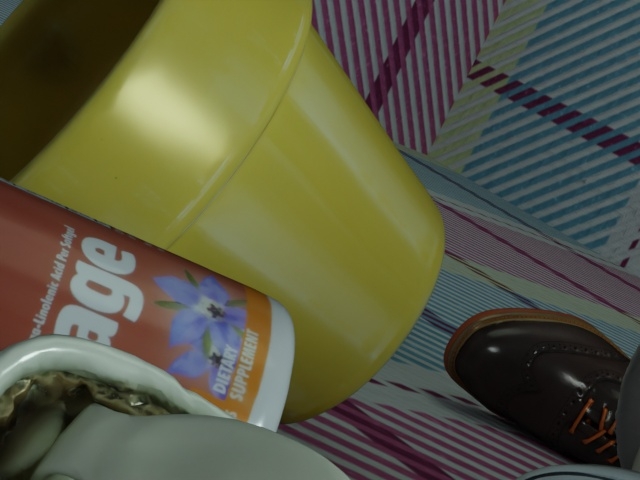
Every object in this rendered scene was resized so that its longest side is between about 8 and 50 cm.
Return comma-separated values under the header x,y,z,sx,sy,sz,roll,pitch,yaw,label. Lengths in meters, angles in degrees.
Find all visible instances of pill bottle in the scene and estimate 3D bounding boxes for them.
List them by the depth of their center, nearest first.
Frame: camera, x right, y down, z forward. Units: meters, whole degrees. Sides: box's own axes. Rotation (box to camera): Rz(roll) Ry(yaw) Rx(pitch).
x,y,z,sx,sy,sz,roll,pitch,yaw,label
-0.129,0.039,0.668,0.216,0.121,0.121,24,8,-15,pill bottle

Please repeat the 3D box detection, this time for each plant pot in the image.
x,y,z,sx,sy,sz,roll,pitch,yaw,label
-0.066,-0.028,0.949,0.239,0.254,0.254,40,2,-24,plant pot

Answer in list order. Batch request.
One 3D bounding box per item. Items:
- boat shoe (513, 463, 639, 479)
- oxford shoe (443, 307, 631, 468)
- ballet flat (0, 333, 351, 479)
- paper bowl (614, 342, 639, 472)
x,y,z,sx,sy,sz,roll,pitch,yaw,label
0.182,0.199,0.743,0.301,0.108,0.102,40,12,29,boat shoe
0.218,0.130,1.311,0.271,0.097,0.098,23,15,-24,oxford shoe
0.048,0.144,0.472,0.400,0.139,0.139,26,7,18,ballet flat
0.269,0.145,0.856,0.148,0.284,0.284,-32,47,-31,paper bowl
